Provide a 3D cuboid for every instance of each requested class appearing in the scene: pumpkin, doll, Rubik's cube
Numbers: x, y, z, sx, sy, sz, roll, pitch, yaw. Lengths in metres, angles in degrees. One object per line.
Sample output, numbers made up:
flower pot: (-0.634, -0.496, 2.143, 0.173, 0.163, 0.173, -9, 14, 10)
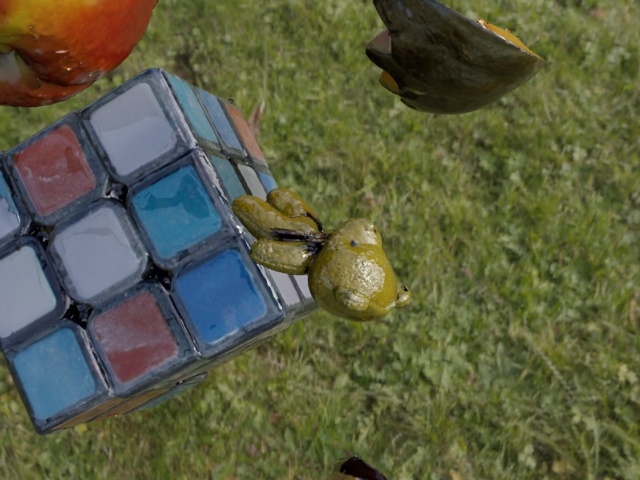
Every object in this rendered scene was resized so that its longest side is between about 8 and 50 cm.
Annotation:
pumpkin: (0.157, -0.177, 1.013, 0.254, 0.130, 0.149, 9, 29, -49)
doll: (0.000, 0.000, 0.930, 0.209, 0.097, 0.137, 40, 24, 29)
Rubik's cube: (-0.225, 0.019, 1.238, 0.358, 0.362, 0.363, -30, 81, 7)

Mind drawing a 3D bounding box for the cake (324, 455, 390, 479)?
cake: (0.034, 0.388, 1.116, 0.178, 0.185, 0.207, -39, 58, -20)

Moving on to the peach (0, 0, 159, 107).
peach: (-0.326, -0.360, 0.941, 0.339, 0.353, 0.417, -3, 72, 18)
